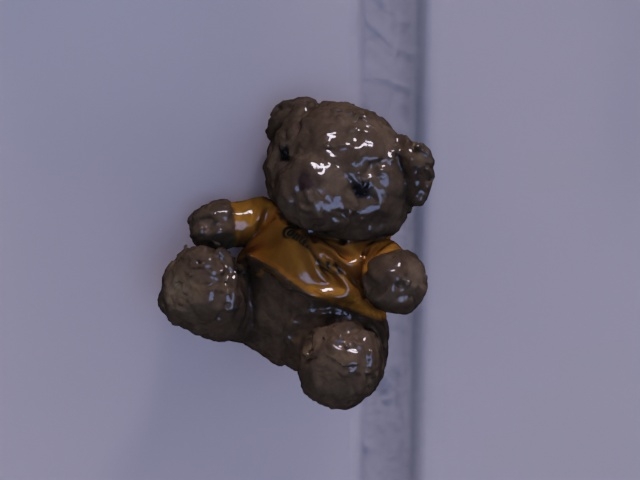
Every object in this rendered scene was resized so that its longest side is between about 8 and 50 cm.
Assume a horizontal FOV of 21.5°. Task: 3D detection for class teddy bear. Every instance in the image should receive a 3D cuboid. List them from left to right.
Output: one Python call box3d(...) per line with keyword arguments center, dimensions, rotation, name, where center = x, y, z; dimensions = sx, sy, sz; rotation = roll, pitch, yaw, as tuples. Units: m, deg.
box3d(center=(0.000, 0.000, 1.144), dimensions=(0.140, 0.177, 0.190), rotation=(-7, 117, -67), name="teddy bear")
